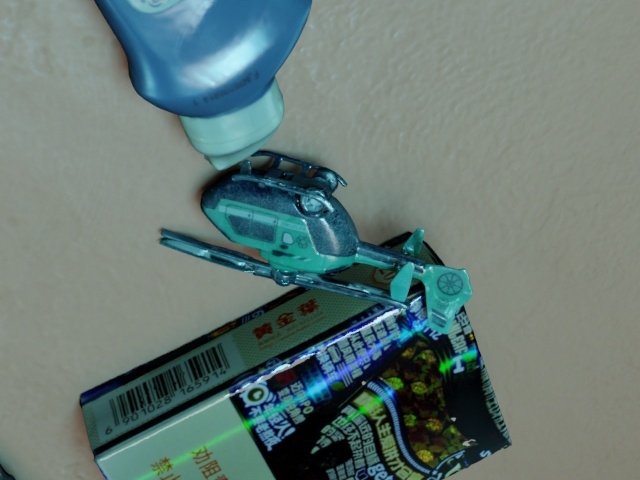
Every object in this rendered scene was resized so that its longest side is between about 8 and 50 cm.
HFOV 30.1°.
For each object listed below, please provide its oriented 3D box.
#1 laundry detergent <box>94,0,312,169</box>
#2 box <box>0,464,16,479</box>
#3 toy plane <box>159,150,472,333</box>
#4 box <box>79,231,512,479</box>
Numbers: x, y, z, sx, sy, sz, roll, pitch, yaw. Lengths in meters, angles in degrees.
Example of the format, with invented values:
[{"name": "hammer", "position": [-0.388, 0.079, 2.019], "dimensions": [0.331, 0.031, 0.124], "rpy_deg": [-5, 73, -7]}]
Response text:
[{"name": "laundry detergent", "position": [-0.086, -0.179, 0.763], "dimensions": [0.143, 0.094, 0.289], "rpy_deg": [-26, 128, -11]}, {"name": "box", "position": [-0.422, 0.231, 0.879], "dimensions": [0.359, 0.091, 0.350], "rpy_deg": [-31, 125, -1]}, {"name": "toy plane", "position": [0.000, 0.000, 0.875], "dimensions": [0.235, 0.060, 0.096], "rpy_deg": [17, 113, 4]}, {"name": "box", "position": [-0.015, 0.149, 0.979], "dimensions": [0.310, 0.084, 0.198], "rpy_deg": [-26, 124, -4]}]
